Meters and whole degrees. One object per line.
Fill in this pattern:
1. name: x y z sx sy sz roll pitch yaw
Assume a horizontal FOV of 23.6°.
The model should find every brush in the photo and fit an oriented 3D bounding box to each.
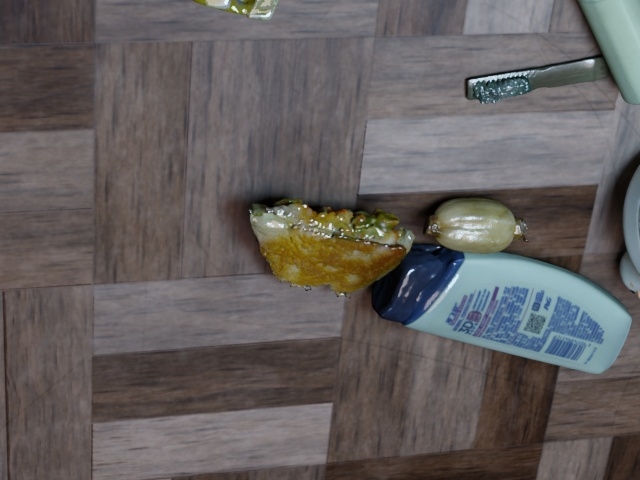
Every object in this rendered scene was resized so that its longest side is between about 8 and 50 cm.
1. brush: 0.275 -0.198 1.900 0.190 0.027 0.034 -10 127 -11

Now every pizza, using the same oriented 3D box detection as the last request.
1. pizza: 0.000 0.000 1.931 0.226 0.069 0.147 9 142 -17

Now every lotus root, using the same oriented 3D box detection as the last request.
1. lotus root: 0.202 -0.019 1.976 0.150 0.062 0.073 3 99 -20

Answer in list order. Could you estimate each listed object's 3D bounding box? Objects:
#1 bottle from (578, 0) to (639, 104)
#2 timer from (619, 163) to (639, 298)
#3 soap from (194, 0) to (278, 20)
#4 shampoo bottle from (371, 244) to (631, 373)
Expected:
1. bottle: 0.366 -0.261 1.858 0.072 0.072 0.201 -30 125 5
2. timer: 0.495 -0.026 2.004 0.233 0.240 0.233 -2 94 -25
3. soap: -0.083 -0.365 1.656 0.135 0.076 0.233 12 118 -22
4. shampoo bottle: 0.249 0.082 2.047 0.359 0.078 0.134 15 112 -24
